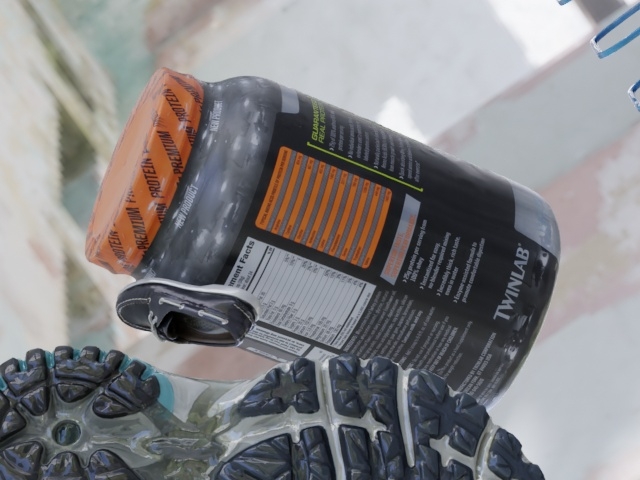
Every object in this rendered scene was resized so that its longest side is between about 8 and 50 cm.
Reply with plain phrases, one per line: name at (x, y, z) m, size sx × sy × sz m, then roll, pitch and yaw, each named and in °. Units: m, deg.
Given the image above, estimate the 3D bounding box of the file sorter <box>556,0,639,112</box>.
file sorter at (0.228, -0.113, 1.058) m, size 0.170 × 0.104 × 0.118 m, roll 53°, pitch -169°, yaw -6°

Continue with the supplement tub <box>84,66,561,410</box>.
supplement tub at (0.000, 0.000, 1.407) m, size 0.338 × 0.207 × 0.207 m, roll 22°, pitch -163°, yaw -15°

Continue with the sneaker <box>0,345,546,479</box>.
sneaker at (-0.024, 0.117, 0.857) m, size 0.122 × 0.283 × 0.110 m, roll 72°, pitch -148°, yaw -64°

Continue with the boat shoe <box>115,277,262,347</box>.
boat shoe at (-0.101, 0.057, 1.293) m, size 0.038 × 0.125 × 0.046 m, roll -62°, pitch -37°, yaw -37°
